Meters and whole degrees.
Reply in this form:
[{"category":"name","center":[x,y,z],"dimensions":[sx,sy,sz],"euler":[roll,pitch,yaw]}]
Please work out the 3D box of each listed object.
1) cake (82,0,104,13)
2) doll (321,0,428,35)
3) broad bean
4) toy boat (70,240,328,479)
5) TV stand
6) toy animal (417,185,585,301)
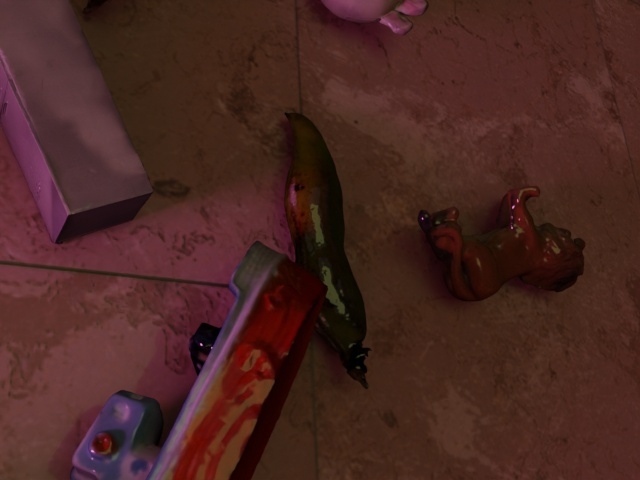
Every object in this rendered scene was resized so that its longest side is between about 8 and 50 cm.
[{"category":"cake","center":[-0.179,-0.358,0.740],"dimensions":[0.135,0.112,0.246],"euler":[12,65,-29]},{"category":"doll","center":[0.028,-0.393,0.887],"dimensions":[0.275,0.113,0.155],"euler":[47,63,-15]},{"category":"broad bean","center":[0.000,0.000,0.731],"dimensions":[0.077,0.061,0.339],"euler":[3,70,-38]},{"category":"toy boat","center":[-0.103,0.133,0.577],"dimensions":[0.133,0.145,0.332],"euler":[20,56,9]},{"category":"TV stand","center":[-0.260,-0.139,0.621],"dimensions":[0.088,0.083,0.270],"euler":[-20,81,-37]},{"category":"toy animal","center":[0.243,0.015,0.857],"dimensions":[0.312,0.097,0.158],"euler":[-15,85,-33]}]
